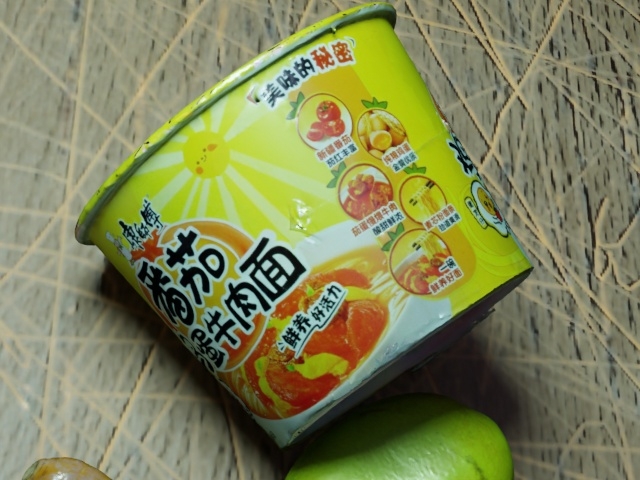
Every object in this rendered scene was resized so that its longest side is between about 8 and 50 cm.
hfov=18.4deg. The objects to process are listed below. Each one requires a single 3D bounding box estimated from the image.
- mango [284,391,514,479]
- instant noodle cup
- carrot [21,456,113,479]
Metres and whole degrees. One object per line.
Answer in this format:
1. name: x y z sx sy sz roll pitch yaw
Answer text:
1. mango: 0.050 0.158 1.290 0.163 0.089 0.117 -6 65 -23
2. instant noodle cup: 0.000 0.000 1.286 0.264 0.264 0.200 -30 80 -33
3. carrot: -0.092 0.200 1.242 0.216 0.048 0.048 31 53 -5
